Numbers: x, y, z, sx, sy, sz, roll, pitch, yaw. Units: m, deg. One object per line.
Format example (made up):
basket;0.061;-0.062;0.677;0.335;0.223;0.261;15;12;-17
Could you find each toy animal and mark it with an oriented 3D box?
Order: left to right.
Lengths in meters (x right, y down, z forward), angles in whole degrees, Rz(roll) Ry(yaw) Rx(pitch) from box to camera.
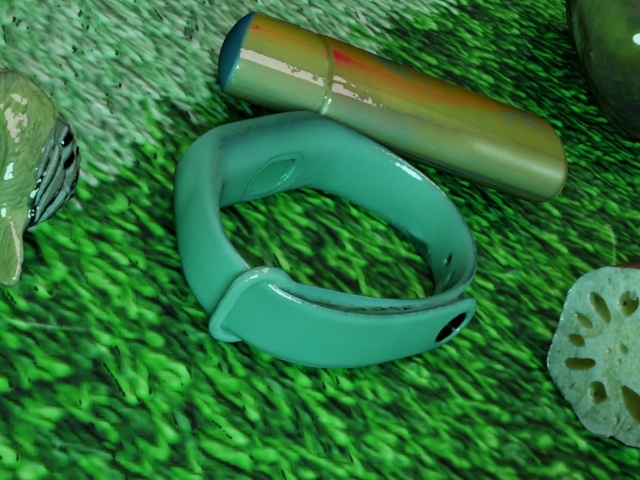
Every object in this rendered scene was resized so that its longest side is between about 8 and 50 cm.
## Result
toy animal;-0.181;-0.034;0.709;0.098;0.098;0.137;-10;74;-43

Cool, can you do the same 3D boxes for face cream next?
face cream;0.051;-0.108;0.964;0.285;0.067;0.139;17;18;-19

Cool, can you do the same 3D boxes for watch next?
watch;0.000;0.000;0.818;0.237;0.068;0.195;-14;58;-49

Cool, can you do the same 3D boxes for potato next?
potato;0.349;-0.194;1.165;0.289;0.301;0.237;28;61;-28

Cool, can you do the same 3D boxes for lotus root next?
lotus root;0.229;0.078;0.843;0.081;0.122;0.112;5;19;-41
